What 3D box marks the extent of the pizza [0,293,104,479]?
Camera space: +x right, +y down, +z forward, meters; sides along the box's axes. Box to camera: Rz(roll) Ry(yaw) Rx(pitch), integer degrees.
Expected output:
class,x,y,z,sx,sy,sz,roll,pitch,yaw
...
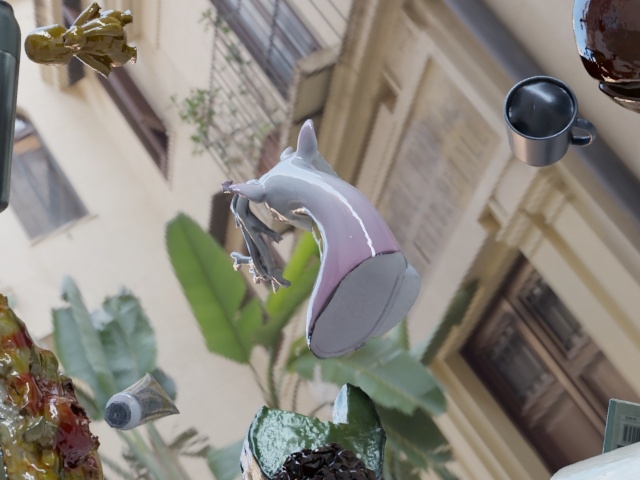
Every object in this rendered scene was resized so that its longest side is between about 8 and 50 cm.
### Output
class,x,y,z,sx,sy,sz,roll,pitch,yaw
pizza,-0.438,0.256,1.695,0.130,0.406,0.440,-22,11,-5

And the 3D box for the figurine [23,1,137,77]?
class,x,y,z,sx,sy,sz,roll,pitch,yaw
figurine,-0.379,-0.311,1.691,0.176,0.121,0.122,-9,4,3

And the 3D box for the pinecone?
class,x,y,z,sx,sy,sz,roll,pitch,yaw
pinecone,0.000,0.305,1.286,0.140,0.140,0.121,-28,9,-20

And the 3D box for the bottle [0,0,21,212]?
class,x,y,z,sx,sy,sz,roll,pitch,yaw
bottle,-0.402,-0.158,1.264,0.096,0.254,0.079,11,-14,-40

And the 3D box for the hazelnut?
class,x,y,z,sx,sy,sz,roll,pitch,yaw
hazelnut,0.367,-0.228,1.058,0.234,0.218,0.218,-14,-29,-43

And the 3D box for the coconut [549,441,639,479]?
class,x,y,z,sx,sy,sz,roll,pitch,yaw
coconut,0.345,0.327,1.079,0.247,0.245,0.245,-25,-13,31

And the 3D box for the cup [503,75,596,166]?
class,x,y,z,sx,sy,sz,roll,pitch,yaw
cup,0.250,-0.123,1.177,0.078,0.100,0.077,-64,-19,-16

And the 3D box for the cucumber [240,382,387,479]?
class,x,y,z,sx,sy,sz,roll,pitch,yaw
cucumber,-0.007,0.297,1.453,0.191,0.191,0.130,-26,-28,-26

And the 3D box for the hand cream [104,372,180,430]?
class,x,y,z,sx,sy,sz,roll,pitch,yaw
hand cream,-0.209,0.191,1.279,0.042,0.067,0.194,-44,-5,6

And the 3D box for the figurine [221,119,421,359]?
class,x,y,z,sx,sy,sz,roll,pitch,yaw
figurine,-0.013,0.003,1.400,0.206,0.316,0.284,-25,-35,-5

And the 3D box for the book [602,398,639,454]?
class,x,y,z,sx,sy,sz,roll,pitch,yaw
book,0.520,0.392,1.618,0.025,0.214,0.283,-13,-69,-68
